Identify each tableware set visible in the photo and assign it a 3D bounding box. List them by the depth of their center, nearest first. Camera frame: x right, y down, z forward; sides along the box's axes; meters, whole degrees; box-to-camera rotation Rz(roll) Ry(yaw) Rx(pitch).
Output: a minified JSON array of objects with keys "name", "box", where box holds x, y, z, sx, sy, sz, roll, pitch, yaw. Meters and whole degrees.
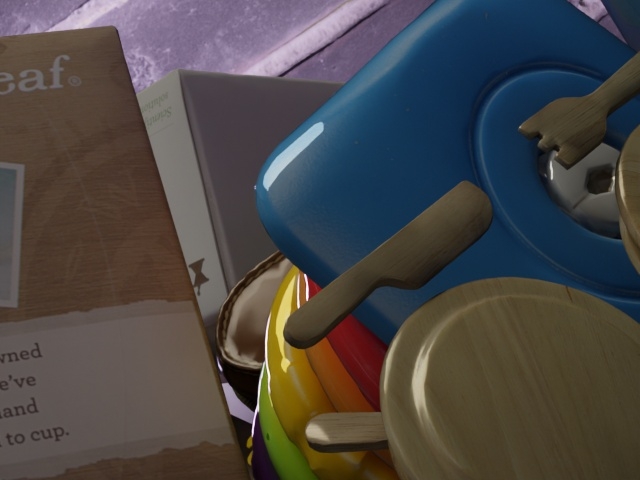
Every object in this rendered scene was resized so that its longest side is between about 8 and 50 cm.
[{"name":"tableware set","box":[0.090,0.025,0.504,0.194,0.128,0.039,-36,-24,-34]}]

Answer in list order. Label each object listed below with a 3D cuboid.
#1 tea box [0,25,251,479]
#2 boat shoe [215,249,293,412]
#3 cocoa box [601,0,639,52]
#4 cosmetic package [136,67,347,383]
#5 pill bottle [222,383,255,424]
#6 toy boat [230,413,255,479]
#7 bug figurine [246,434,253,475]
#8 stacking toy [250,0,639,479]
[{"name":"tea box","box":[-0.237,0.101,0.745,0.329,0.220,0.323,-9,-28,-20]},{"name":"boat shoe","box":[0.068,-0.008,0.763,0.307,0.111,0.104,-22,-38,27]},{"name":"cocoa box","box":[0.190,-0.178,0.496,0.228,0.231,0.347,-38,17,-5]},{"name":"cosmetic package","box":[0.000,0.000,1.184,0.197,0.155,0.365,-25,-17,40]},{"name":"pill bottle","box":[-0.031,0.116,1.408,0.278,0.162,0.162,-37,-2,-23]},{"name":"toy boat","box":[-0.099,0.188,1.054,0.231,0.151,0.151,-29,-39,-74]},{"name":"bug figurine","box":[0.079,0.013,0.903,0.279,0.072,0.216,-46,22,14]},{"name":"stacking toy","box":[0.031,0.066,0.669,0.175,0.166,0.302,-45,-7,-43]}]
